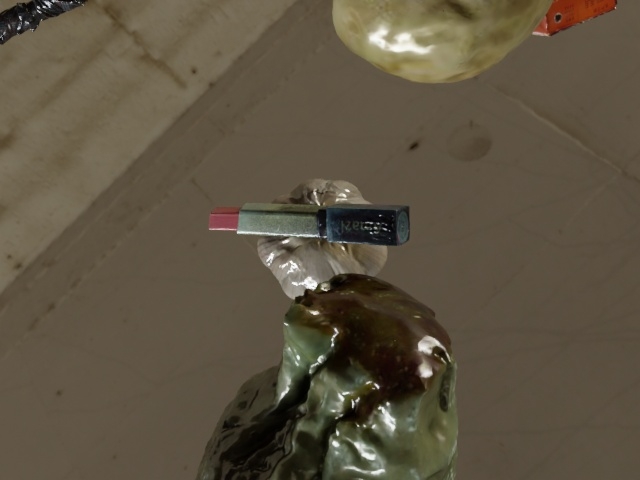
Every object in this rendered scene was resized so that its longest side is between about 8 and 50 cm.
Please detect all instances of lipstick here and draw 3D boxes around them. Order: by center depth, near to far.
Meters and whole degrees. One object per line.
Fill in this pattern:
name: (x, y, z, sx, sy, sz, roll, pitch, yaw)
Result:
lipstick: (-0.031, -0.028, 1.080, 0.312, 0.051, 0.051, 4, -76, 27)

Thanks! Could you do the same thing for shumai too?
shumai: (0.029, 0.214, 0.933, 0.324, 0.323, 0.397, 13, -150, 0)

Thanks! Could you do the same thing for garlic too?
garlic: (0.001, -0.004, 1.325, 0.228, 0.152, 0.227, -1, -96, 9)

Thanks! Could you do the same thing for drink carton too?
drink carton: (0.215, -0.285, 0.871, 0.096, 0.071, 0.223, -25, -153, -16)

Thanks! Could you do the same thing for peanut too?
peanut: (0.087, -0.179, 0.527, 0.141, 0.109, 0.159, 29, -114, 8)

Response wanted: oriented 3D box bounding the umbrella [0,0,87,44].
umbrella: (-0.319, -0.269, 0.892, 0.144, 0.037, 0.040, -22, -164, 10)
